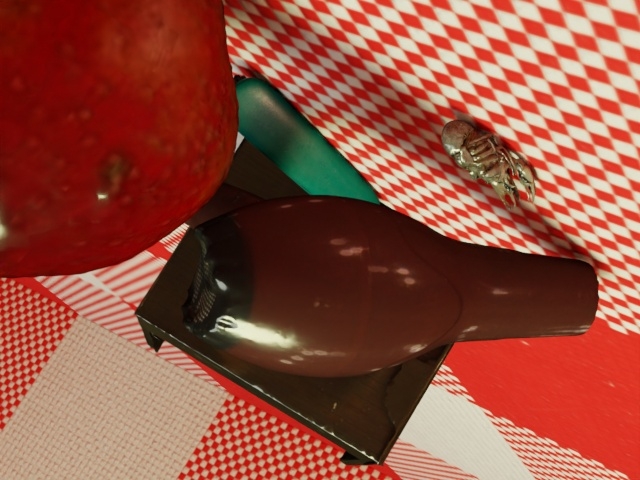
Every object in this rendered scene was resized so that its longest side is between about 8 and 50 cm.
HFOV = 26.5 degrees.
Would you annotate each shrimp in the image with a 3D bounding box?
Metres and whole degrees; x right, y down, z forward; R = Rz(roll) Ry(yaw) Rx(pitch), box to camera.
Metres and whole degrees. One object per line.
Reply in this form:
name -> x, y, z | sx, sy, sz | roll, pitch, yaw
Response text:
shrimp -> 0.117, -0.050, 0.905 | 0.038, 0.029, 0.092 | 5, 157, 45

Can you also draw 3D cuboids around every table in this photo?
table -> -0.015, 0.069, 1.276 | 0.251, 0.196, 0.282 | 30, 169, 2

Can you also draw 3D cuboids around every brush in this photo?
brush -> -0.015, -0.071, 1.095 | 0.193, 0.043, 0.032 | 41, -178, -40

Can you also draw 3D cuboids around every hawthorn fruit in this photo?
hawthorn fruit -> -0.208, -0.101, 0.870 | 0.307, 0.265, 0.265 | -4, -169, -36

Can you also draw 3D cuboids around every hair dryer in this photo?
hair dryer -> 0.000, 0.000, 1.037 | 0.313, 0.123, 0.340 | 2, -163, -31
